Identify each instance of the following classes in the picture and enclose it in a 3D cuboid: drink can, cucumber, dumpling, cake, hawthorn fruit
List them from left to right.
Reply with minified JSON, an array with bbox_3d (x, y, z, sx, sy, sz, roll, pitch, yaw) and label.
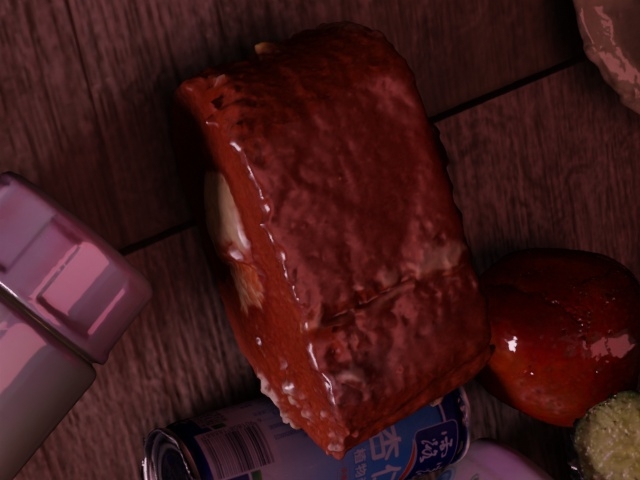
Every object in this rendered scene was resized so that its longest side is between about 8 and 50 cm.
[{"bbox_3d":[-0.008,0.153,1.070,0.235,0.097,0.097,-14,112,-31],"label":"drink can"},{"bbox_3d":[0.000,0.000,0.972,0.151,0.177,0.283,-28,107,-25],"label":"cake"},{"bbox_3d":[0.177,0.072,1.150,0.172,0.148,0.148,15,97,-11],"label":"hawthorn fruit"},{"bbox_3d":[0.257,0.202,1.188,0.096,0.096,0.359,-54,160,-8],"label":"cucumber"},{"bbox_3d":[0.273,-0.186,1.136,0.166,0.126,0.216,-16,117,-12],"label":"dumpling"}]

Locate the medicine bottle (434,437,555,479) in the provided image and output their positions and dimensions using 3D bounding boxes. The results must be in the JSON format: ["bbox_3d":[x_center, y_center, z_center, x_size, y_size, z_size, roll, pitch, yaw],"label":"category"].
[{"bbox_3d":[0.098,0.292,1.149,0.254,0.152,0.152,-44,124,-12],"label":"medicine bottle"}]

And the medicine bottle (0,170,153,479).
[{"bbox_3d":[-0.199,0.057,0.888,0.168,0.135,0.135,-51,125,-8],"label":"medicine bottle"}]
